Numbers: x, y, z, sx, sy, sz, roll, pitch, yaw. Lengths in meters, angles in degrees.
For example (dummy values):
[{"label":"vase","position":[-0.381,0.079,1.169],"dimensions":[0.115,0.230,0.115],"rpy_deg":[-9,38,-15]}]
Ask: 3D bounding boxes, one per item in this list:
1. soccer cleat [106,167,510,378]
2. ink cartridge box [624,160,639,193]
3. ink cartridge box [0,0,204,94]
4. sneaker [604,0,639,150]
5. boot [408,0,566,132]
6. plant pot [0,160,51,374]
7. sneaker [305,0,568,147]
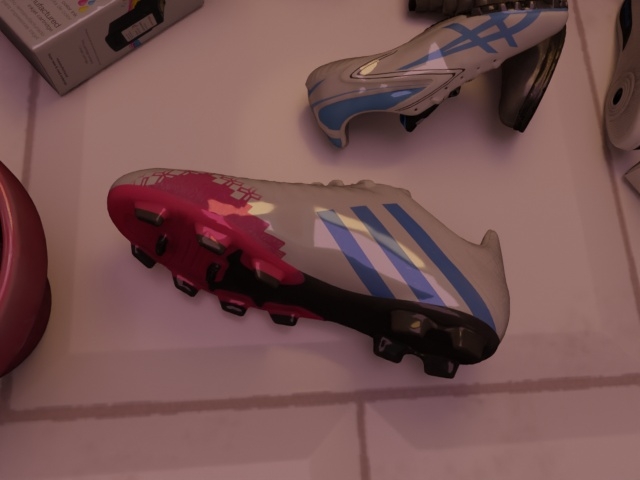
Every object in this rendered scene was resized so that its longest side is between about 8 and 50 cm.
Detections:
[{"label":"soccer cleat","position":[0.000,0.000,0.458],"dimensions":[0.332,0.116,0.143],"rpy_deg":[21,56,-4]},{"label":"ink cartridge box","position":[0.460,-0.046,0.497],"dimensions":[0.171,0.168,0.232],"rpy_deg":[-37,83,-17]},{"label":"ink cartridge box","position":[-0.216,-0.242,0.503],"dimensions":[0.175,0.072,0.127],"rpy_deg":[-42,83,-16]},{"label":"sneaker","position":[0.380,-0.179,0.570],"dimensions":[0.121,0.079,0.216],"rpy_deg":[18,71,-2]},{"label":"boot","position":[0.165,-0.232,0.568],"dimensions":[0.161,0.083,0.246],"rpy_deg":[13,72,8]},{"label":"plant pot","position":[-0.274,0.032,0.358],"dimensions":[0.202,0.180,0.201],"rpy_deg":[2,74,-8]},{"label":"sneaker","position":[0.105,-0.154,0.499],"dimensions":[0.238,0.085,0.086],"rpy_deg":[-19,106,12]}]
